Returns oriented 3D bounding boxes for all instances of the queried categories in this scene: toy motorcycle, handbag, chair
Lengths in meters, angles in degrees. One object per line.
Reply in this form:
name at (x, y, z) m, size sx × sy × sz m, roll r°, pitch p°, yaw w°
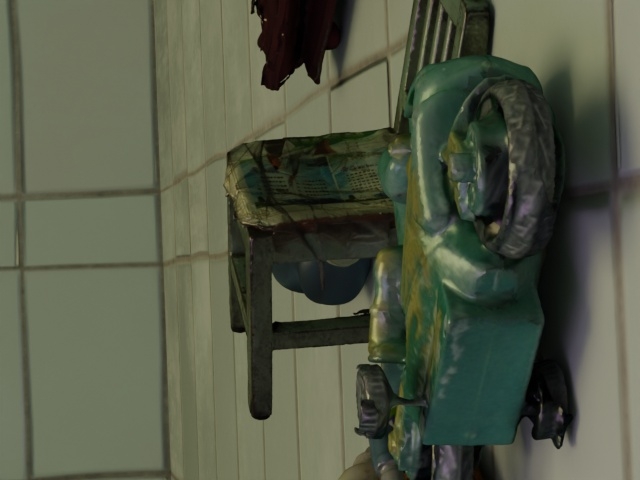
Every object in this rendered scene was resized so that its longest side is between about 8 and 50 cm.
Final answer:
toy motorcycle at (0.067, 0.009, 0.985) m, size 0.198 × 0.109 × 0.296 m, roll -99°, pitch 13°, yaw -48°
handbag at (-0.020, -0.259, 1.534) m, size 0.216 × 0.074 × 0.203 m, roll 99°, pitch 166°, yaw -55°
chair at (0.014, -0.038, 1.169) m, size 0.136 × 0.147 × 0.270 m, roll -109°, pitch 18°, yaw -61°

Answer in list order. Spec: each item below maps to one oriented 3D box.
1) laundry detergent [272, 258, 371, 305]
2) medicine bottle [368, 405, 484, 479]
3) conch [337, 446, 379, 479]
laundry detergent at (0.001, 0.000, 1.498) m, size 0.206 × 0.061 × 0.097 m, roll -165°, pitch 82°, yaw -79°
medicine bottle at (0.066, 0.167, 1.081) m, size 0.061 × 0.092 × 0.221 m, roll -41°, pitch 32°, yaw 16°
conch at (0.025, 0.259, 1.138) m, size 0.182 × 0.148 × 0.275 m, roll -22°, pitch 71°, yaw 34°
